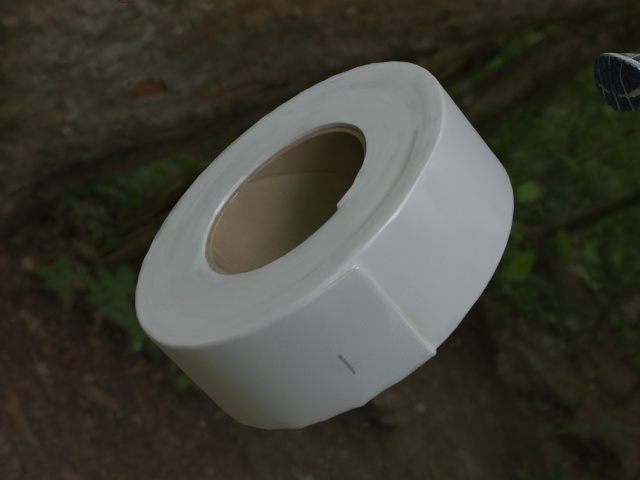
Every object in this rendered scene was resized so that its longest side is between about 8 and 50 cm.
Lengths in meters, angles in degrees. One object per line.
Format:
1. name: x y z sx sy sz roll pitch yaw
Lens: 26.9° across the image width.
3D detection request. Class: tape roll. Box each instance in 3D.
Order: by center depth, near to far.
1. tape roll: 0.000 0.000 0.993 0.100 0.286 0.286 49 31 -28

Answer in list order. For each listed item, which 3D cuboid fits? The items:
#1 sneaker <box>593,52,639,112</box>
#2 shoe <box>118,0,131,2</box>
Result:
1. sneaker: 0.295 -0.140 1.158 0.058 0.135 0.052 -22 114 -28
2. shoe: -0.175 -0.220 0.952 0.178 0.081 0.064 91 4 -77
